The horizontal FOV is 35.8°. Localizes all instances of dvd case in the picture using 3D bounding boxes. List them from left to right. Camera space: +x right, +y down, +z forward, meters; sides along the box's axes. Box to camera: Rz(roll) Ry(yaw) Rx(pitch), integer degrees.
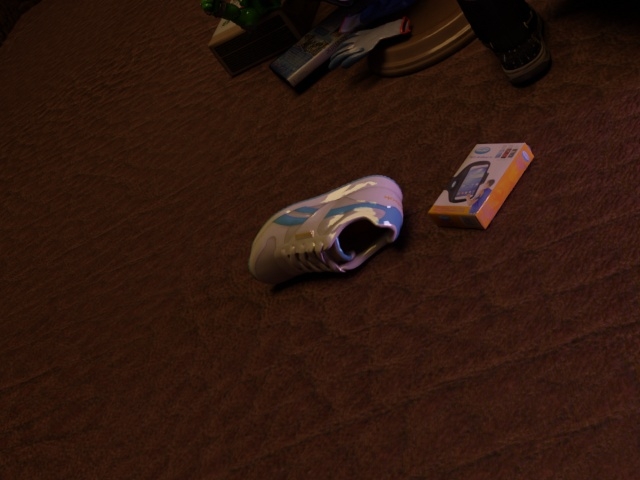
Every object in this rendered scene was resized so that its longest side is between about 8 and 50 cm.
[{"bbox_3d":[0.022,-0.378,1.802,0.253,0.022,0.180,-40,22,1],"label":"dvd case"}]

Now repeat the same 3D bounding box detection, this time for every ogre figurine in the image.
[{"bbox_3d":[-0.137,-0.475,1.867,0.097,0.118,0.197,-20,36,37],"label":"ogre figurine"}]

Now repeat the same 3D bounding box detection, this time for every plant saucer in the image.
[{"bbox_3d":[0.185,-0.373,1.608,0.278,0.041,0.277,-29,30,19],"label":"plant saucer"}]

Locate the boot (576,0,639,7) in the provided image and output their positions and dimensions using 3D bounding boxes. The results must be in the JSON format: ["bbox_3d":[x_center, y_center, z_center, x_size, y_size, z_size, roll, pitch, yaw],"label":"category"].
[{"bbox_3d":[0.376,-0.346,1.239,0.131,0.348,0.260,-43,-13,-3],"label":"boot"}]

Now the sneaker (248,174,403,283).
[{"bbox_3d":[0.000,0.000,1.262,0.229,0.087,0.092,-28,33,24],"label":"sneaker"}]

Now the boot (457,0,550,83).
[{"bbox_3d":[0.232,-0.336,1.357,0.085,0.178,0.236,-30,32,18],"label":"boot"}]

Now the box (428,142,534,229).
[{"bbox_3d":[0.197,-0.073,1.194,0.081,0.028,0.136,5,54,52],"label":"box"}]

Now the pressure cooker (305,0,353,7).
[{"bbox_3d":[0.038,-0.597,1.660,0.376,0.369,0.420,-31,15,-17],"label":"pressure cooker"}]

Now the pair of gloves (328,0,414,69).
[{"bbox_3d":[0.090,-0.354,1.627,0.159,0.023,0.198,-19,35,32],"label":"pair of gloves"}]

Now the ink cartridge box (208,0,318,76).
[{"bbox_3d":[-0.106,-0.463,2.017,0.193,0.088,0.234,-19,36,30],"label":"ink cartridge box"}]
